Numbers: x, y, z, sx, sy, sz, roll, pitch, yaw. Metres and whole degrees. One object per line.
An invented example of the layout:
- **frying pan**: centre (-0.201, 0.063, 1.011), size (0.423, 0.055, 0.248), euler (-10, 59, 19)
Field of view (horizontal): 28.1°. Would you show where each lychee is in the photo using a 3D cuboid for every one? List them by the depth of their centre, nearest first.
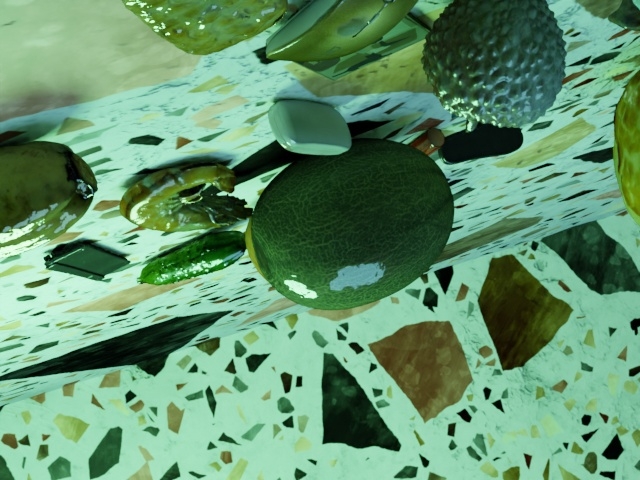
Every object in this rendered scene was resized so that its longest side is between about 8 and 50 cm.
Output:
- **lychee**: centre (0.190, -0.193, 1.414), size (0.165, 0.165, 0.197), euler (-10, 133, -40)

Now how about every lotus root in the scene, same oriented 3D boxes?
- **lotus root**: centre (-0.350, -0.040, 1.393), size (0.220, 0.118, 0.125), euler (-17, 138, 7)

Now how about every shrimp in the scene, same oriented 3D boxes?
- **shrimp**: centre (-0.172, -0.059, 1.773), size (0.150, 0.068, 0.248), euler (-30, 161, 25)

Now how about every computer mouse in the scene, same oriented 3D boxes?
- **computer mouse**: centre (0.028, -0.223, 1.275), size (0.102, 0.045, 0.199), euler (-4, 160, -44)

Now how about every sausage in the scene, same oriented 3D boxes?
- **sausage**: centre (0.149, -0.137, 2.009), size (0.034, 0.034, 0.129), euler (-13, 168, -31)

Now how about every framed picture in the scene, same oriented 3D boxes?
- **framed picture**: centre (0.037, -0.223, 1.419), size (0.136, 0.010, 0.201), euler (-22, 170, 18)

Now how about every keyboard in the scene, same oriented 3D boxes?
- **keyboard**: centre (-0.364, 0.032, 2.016), size (0.072, 0.023, 0.231), euler (-27, 170, 6)

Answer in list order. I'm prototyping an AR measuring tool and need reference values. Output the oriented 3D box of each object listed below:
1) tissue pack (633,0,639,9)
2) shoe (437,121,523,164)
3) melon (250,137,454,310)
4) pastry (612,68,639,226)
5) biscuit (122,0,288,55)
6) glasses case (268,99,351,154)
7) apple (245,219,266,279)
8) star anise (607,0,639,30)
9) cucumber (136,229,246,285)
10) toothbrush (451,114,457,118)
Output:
- **tissue pack**: centre (0.486, -0.294, 1.357), size (0.263, 0.146, 0.198), euler (-9, 142, -41)
- **shoe**: centre (0.245, -0.156, 2.030), size (0.159, 0.062, 0.053), euler (-16, -172, -27)
- **melon**: centre (0.051, -0.028, 1.851), size (0.301, 0.238, 0.237), euler (-21, 171, -16)
- **pastry**: centre (0.612, -0.141, 1.918), size (0.312, 0.389, 0.388), euler (7, 156, -36)
- **biscuit**: centre (-0.099, -0.216, 1.155), size (0.118, 0.029, 0.247), euler (-21, 170, 10)
- **glasses case**: centre (-0.012, -0.141, 1.612), size (0.041, 0.063, 0.164), euler (-27, 168, 29)
- **apple**: centre (0.000, 0.000, 2.075), size (0.234, 0.173, 0.210), euler (-18, 170, 0)
- **star anise**: centre (0.462, -0.309, 1.555), size (0.212, 0.073, 0.197), euler (-21, 172, -3)
- **cucumber**: centre (-0.221, 0.035, 2.179), size (0.227, 0.069, 0.069), euler (-19, 171, 25)
- **toothbrush**: centre (0.244, -0.212, 1.851), size (0.011, 0.014, 0.167), euler (-13, 170, -38)
